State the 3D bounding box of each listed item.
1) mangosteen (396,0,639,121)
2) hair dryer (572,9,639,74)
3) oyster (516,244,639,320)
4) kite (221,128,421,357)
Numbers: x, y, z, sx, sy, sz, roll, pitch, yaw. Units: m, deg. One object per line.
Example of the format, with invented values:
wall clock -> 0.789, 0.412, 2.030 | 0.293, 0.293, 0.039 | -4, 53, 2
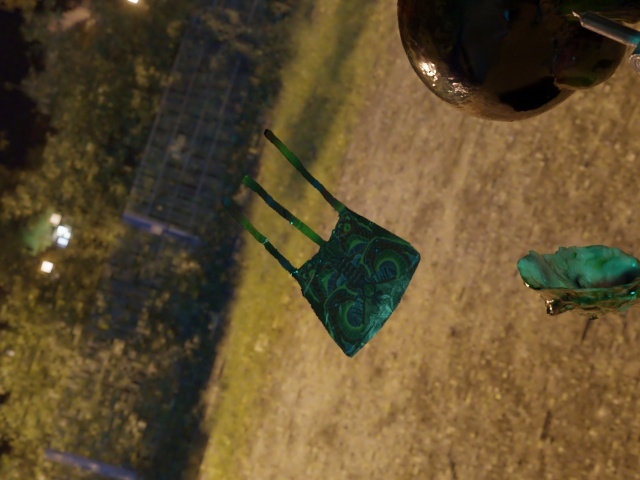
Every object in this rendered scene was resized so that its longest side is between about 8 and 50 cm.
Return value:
mangosteen -> 0.269, -0.304, 1.477 | 0.359, 0.306, 0.306 | 46, 119, 56
hair dryer -> 0.304, -0.212, 1.091 | 0.063, 0.114, 0.037 | -55, -24, -14
oyster -> 0.449, 0.066, 1.570 | 0.204, 0.396, 0.111 | 5, 92, 40
kite -> 0.000, 0.000, 1.219 | 0.152, 0.285, 0.015 | -53, 35, -13
